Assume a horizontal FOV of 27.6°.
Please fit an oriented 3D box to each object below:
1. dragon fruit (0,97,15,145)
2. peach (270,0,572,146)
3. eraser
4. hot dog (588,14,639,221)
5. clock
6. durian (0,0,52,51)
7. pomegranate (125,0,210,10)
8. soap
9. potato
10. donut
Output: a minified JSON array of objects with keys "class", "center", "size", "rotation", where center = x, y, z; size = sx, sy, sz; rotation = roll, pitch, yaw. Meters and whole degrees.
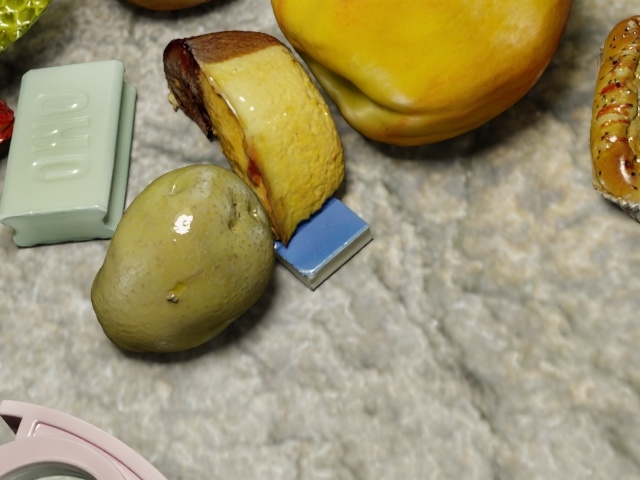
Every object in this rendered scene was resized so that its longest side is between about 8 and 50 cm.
[{"class":"dragon fruit","center":[-0.381,-0.109,1.418],"size":[0.106,0.083,0.162],"rotation":[-64,21,14]},{"class":"peach","center":[0.107,-0.258,1.280],"size":[0.289,0.289,0.308],"rotation":[37,77,31]},{"class":"eraser","center":[0.000,0.000,1.283],"size":[0.084,0.027,0.063],"rotation":[-41,58,-14]},{"class":"hot dog","center":[0.325,-0.123,1.263],"size":[0.131,0.069,0.253],"rotation":[-2,55,13]},{"class":"clock","center":[-0.285,0.274,1.138],"size":[0.290,0.080,0.275],"rotation":[26,66,28]},{"class":"durian","center":[-0.424,-0.206,1.420],"size":[0.355,0.169,0.157],"rotation":[-30,79,10]},{"class":"pomegranate","center":[-0.160,-0.398,1.461],"size":[0.270,0.229,0.252],"rotation":[-29,63,-4]},{"class":"soap","center":[-0.266,-0.094,1.387],"size":[0.119,0.066,0.198],"rotation":[-5,56,8]},{"class":"potato","center":[-0.138,0.025,1.229],"size":[0.194,0.157,0.157],"rotation":[-34,50,25]},{"class":"donut","center":[-0.073,-0.150,1.321],"size":[0.112,0.151,0.295],"rotation":[-26,48,-16]}]
